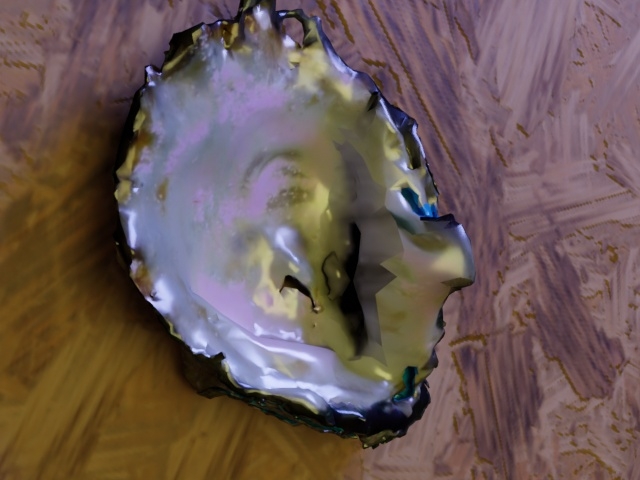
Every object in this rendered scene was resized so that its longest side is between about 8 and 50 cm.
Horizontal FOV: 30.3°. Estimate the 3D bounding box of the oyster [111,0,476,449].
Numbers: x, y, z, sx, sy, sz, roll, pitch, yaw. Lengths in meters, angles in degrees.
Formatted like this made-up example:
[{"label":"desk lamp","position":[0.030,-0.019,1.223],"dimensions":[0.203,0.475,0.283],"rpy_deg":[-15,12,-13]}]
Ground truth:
[{"label":"oyster","position":[-0.006,-0.001,0.641],"dimensions":[0.259,0.092,0.198],"rpy_deg":[45,66,-17]}]
